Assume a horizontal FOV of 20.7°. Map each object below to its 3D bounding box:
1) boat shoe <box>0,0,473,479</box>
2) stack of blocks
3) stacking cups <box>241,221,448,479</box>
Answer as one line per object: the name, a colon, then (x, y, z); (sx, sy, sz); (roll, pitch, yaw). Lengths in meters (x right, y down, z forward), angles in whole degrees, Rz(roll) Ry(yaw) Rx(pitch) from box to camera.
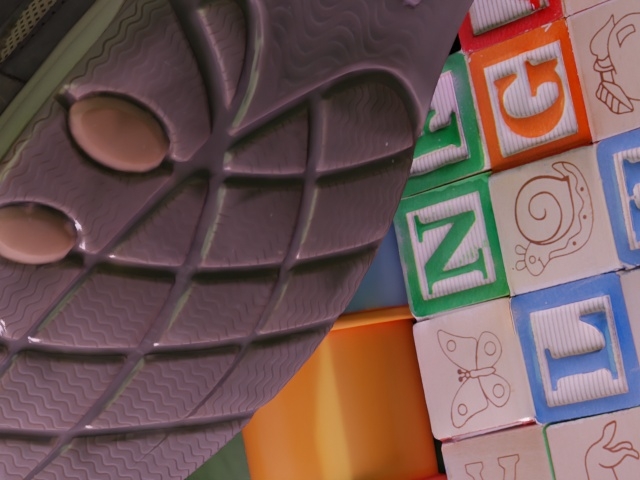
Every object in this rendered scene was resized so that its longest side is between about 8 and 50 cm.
boat shoe: (-0.040, -0.064, 0.550); (0.132, 0.130, 0.355); (39, 82, -37)
stack of blocks: (0.110, -0.052, 0.594); (0.171, 0.087, 0.297); (-17, 80, 40)
stacking cups: (0.000, 0.000, 0.643); (0.096, 0.096, 0.316); (-14, 84, 8)
